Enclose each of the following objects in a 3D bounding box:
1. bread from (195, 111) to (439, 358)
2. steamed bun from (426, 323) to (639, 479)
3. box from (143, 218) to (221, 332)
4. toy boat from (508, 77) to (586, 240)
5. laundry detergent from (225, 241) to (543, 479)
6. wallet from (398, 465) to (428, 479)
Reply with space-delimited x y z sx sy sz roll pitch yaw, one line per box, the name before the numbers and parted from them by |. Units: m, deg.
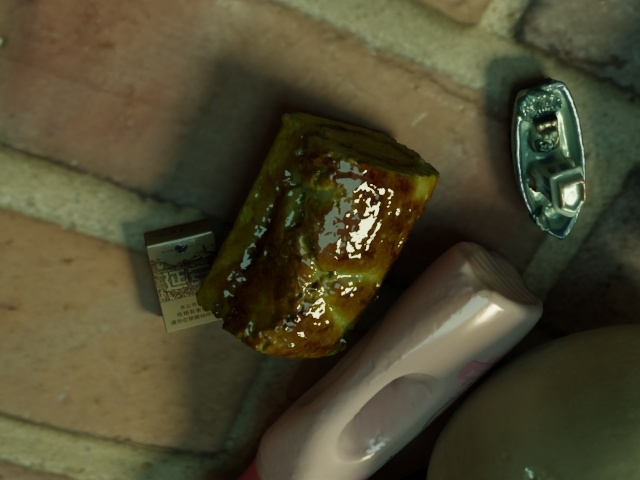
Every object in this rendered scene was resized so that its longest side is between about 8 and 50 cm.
bread | 0.000 0.000 1.011 0.132 0.103 0.172 8 118 -46
steamed bun | 0.245 0.194 1.114 0.324 0.206 0.324 -6 145 -5
box | -0.104 0.028 1.048 0.053 0.024 0.083 -14 124 -7
toy boat | 0.183 -0.058 1.052 0.059 0.066 0.140 -18 124 -9
laundry detergent | 0.032 0.142 1.096 0.335 0.088 0.159 -46 157 16
wallet | 0.033 0.353 1.217 0.172 0.045 0.318 -19 132 -48
